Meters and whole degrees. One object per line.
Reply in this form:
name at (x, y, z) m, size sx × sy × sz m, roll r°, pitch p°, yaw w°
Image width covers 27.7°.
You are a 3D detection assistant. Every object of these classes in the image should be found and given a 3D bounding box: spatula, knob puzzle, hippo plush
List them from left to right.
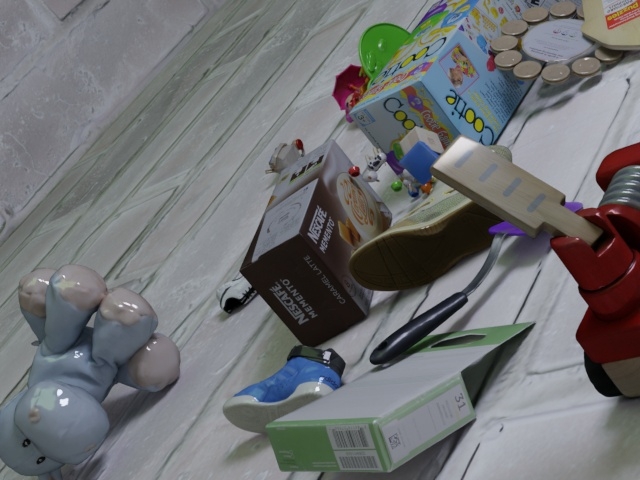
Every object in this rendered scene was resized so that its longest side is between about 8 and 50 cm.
hippo plush at (-0.365, 0.186, 1.753) m, size 0.294 × 0.234 × 0.236 m, roll -20°, pitch 26°, yaw 43°
spatula at (0.162, 0.038, 1.370) m, size 0.296 × 0.030 × 0.084 m, roll -41°, pitch 18°, yaw -20°
knob puzzle at (0.426, -0.300, 1.659) m, size 0.213 × 0.030 × 0.213 m, roll -24°, pitch 38°, yaw 20°

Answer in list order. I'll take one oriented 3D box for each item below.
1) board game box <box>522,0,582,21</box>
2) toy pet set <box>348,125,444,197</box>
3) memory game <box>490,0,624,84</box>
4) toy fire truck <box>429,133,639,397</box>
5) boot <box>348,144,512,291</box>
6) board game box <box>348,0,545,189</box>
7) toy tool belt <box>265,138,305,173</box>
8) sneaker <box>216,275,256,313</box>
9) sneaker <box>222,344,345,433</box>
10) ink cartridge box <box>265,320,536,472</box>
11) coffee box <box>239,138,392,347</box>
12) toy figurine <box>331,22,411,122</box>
board game box at (0.338, -0.470, 1.778) m, size 0.291 × 0.232 × 0.141 m, roll -55°, pitch 2°, yaw 45°
toy pet set at (0.119, -0.083, 1.659) m, size 0.114 × 0.122 × 0.065 m, roll -46°, pitch 46°, yaw 34°
memory game at (0.315, -0.260, 1.705) m, size 0.186 × 0.012 × 0.186 m, roll -9°, pitch 40°, yaw 8°
toy fire truck at (0.235, -0.020, 1.063) m, size 0.158 × 0.246 × 0.217 m, roll -18°, pitch 28°, yaw 47°
boot at (0.136, -0.030, 1.545) m, size 0.213 × 0.077 × 0.165 m, roll -27°, pitch 22°, yaw 19°
board game box at (0.185, -0.222, 1.785) m, size 0.142 × 0.144 × 0.275 m, roll -20°, pitch 26°, yaw 46°
toy tool belt at (-0.064, -0.143, 2.226) m, size 0.051 × 0.052 × 0.083 m, roll -18°, pitch 26°, yaw 30°
sneaker at (-0.100, 0.067, 1.845) m, size 0.109 × 0.040 × 0.044 m, roll -37°, pitch 35°, yaw 18°
sneaker at (-0.037, 0.162, 1.453) m, size 0.152 × 0.058 × 0.084 m, roll -20°, pitch 32°, yaw 36°
ink cartridge box at (0.086, 0.152, 1.262) m, size 0.235 × 0.056 × 0.171 m, roll -23°, pitch 6°, yaw -38°
coffee box at (0.000, 0.000, 1.633) m, size 0.098 × 0.141 × 0.246 m, roll -31°, pitch 20°, yaw 26°
toy figurine at (0.080, -0.250, 2.157) m, size 0.159 × 0.130 × 0.173 m, roll -37°, pitch 38°, yaw 55°
